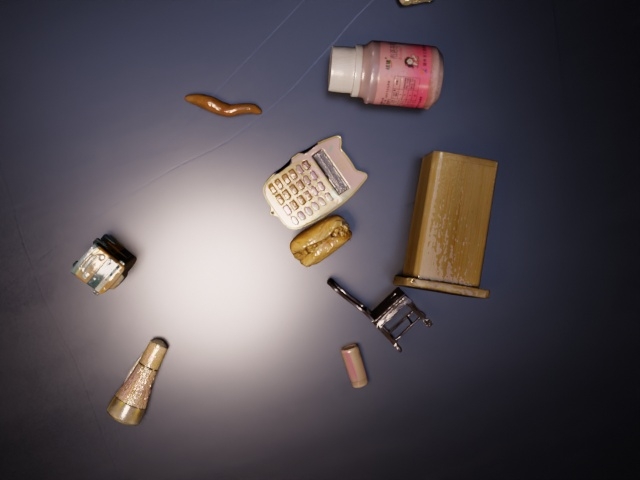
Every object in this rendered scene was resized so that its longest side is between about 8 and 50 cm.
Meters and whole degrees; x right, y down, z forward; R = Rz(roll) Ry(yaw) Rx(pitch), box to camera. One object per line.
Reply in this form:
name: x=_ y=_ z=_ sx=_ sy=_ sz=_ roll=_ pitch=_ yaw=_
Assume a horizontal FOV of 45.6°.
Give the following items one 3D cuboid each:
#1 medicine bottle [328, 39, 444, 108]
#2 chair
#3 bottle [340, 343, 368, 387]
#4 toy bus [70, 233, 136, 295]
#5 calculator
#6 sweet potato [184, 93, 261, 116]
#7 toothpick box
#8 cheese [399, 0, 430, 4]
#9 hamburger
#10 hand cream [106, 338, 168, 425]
medicine bottle: x=0.143 y=-0.373 z=1.701 sx=0.247 sy=0.147 sz=0.147 roll=5 pitch=94 yaw=-4
chair: x=0.134 y=0.139 z=1.753 sx=0.113 sy=0.106 sz=0.229 roll=-44 pitch=96 yaw=1
bottle: x=0.082 y=0.296 z=1.791 sx=0.045 sy=0.045 sz=0.096 roll=-18 pitch=96 yaw=-2
toy bus: x=-0.473 y=0.055 z=1.679 sx=0.103 sy=0.182 sz=0.091 roll=41 pitch=91 yaw=-7
calculator: x=-0.020 y=-0.129 z=1.766 sx=0.236 sy=0.033 sz=0.157 roll=-34 pitch=96 yaw=2
sweet potato: x=-0.224 y=-0.306 z=1.740 sx=0.179 sy=0.044 sz=0.044 roll=11 pitch=93 yaw=-2
toothpick box: x=0.290 y=-0.033 z=1.719 sx=0.188 sy=0.190 sz=0.308 roll=9 pitch=88 yaw=-3
cheese: x=0.208 y=-0.638 z=1.739 sx=0.097 sy=0.037 sz=0.192 roll=-12 pitch=94 yaw=-3
hamburger: x=0.000 y=0.000 z=1.721 sx=0.147 sy=0.138 sz=0.083 roll=-31 pitch=89 yaw=2
hand cream: x=-0.413 y=0.321 z=1.755 sx=0.084 sy=0.084 sz=0.203 roll=26 pitch=87 yaw=-4
